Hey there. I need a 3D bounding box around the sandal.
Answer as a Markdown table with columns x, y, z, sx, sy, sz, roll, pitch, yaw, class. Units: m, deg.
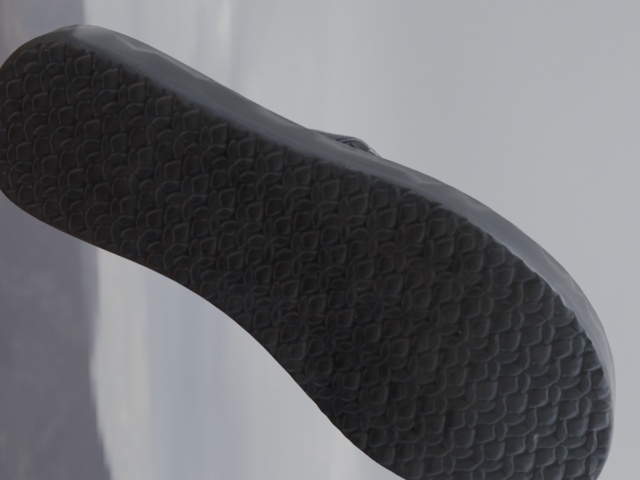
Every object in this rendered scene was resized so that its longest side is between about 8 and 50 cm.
| x | y | z | sx | sy | sz | roll | pitch | yaw | class |
| --- | --- | --- | --- | --- | --- | --- | --- | --- | --- |
| 0.000 | -0.001 | 0.657 | 0.097 | 0.254 | 0.054 | -59 | 171 | 24 | sandal |
